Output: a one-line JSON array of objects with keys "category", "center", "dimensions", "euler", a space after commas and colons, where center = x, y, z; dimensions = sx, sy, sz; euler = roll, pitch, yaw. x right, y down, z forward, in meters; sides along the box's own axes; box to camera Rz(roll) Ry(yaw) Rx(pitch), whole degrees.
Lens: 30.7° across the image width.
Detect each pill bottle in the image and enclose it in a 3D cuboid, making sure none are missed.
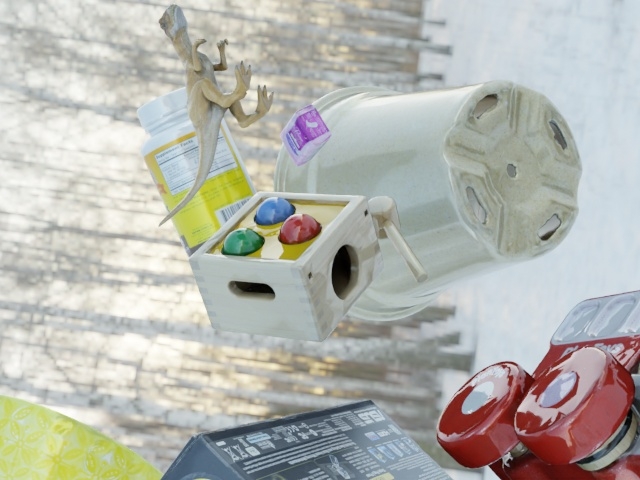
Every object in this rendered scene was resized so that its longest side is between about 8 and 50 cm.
[{"category": "pill bottle", "center": [-0.156, -0.085, 1.504], "dimensions": [0.117, 0.117, 0.215], "euler": [-42, -72, -85]}]

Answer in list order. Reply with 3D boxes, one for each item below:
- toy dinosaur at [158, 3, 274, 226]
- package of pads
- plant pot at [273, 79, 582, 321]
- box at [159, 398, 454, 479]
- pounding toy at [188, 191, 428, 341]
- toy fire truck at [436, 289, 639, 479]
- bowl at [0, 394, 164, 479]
[{"category": "toy dinosaur", "center": [-0.108, -0.125, 1.135], "dimensions": [0.064, 0.112, 0.212], "euler": [0, -98, -62]}, {"category": "package of pads", "center": [-0.020, -0.129, 1.440], "dimensions": [0.050, 0.032, 0.083], "euler": [59, 157, 4]}, {"category": "plant pot", "center": [0.159, -0.069, 1.517], "dimensions": [0.305, 0.333, 0.334], "euler": [-11, 67, 56]}, {"category": "box", "center": [0.065, 0.282, 1.009], "dimensions": [0.097, 0.318, 0.395], "euler": [-54, -19, 10]}, {"category": "pounding toy", "center": [0.011, -0.003, 1.110], "dimensions": [0.206, 0.181, 0.094], "euler": [-48, -49, -44]}, {"category": "toy fire truck", "center": [0.263, 0.129, 1.006], "dimensions": [0.254, 0.169, 0.302], "euler": [-51, 12, -24]}, {"category": "bowl", "center": [-0.329, 0.323, 1.402], "dimensions": [0.289, 0.289, 0.156], "euler": [91, -159, -60]}]
